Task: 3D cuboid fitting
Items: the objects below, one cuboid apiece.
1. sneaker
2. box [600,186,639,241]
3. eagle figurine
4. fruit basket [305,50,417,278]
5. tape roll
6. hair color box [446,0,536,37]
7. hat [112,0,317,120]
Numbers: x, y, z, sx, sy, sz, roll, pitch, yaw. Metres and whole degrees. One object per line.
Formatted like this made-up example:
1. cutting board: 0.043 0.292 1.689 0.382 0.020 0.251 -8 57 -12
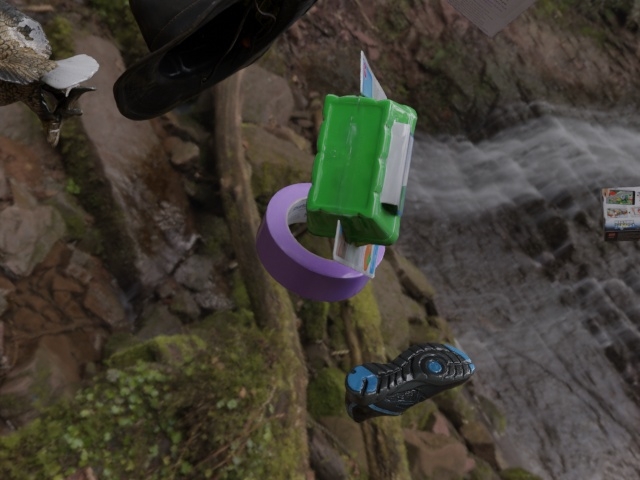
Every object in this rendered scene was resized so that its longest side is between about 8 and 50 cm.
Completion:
1. sneaker: 0.214 0.348 1.570 0.125 0.341 0.139 -117 -156 -49
2. box: 0.667 -0.055 1.261 0.036 0.207 0.114 64 32 -50
3. eagle figurine: -0.557 -0.294 1.092 0.298 0.225 0.226 40 -12 -37
4. fruit basket: 0.096 -0.105 1.111 0.353 0.166 0.327 26 73 -67
5. tape roll: 0.000 0.000 1.418 0.275 0.090 0.274 13 46 -14
6. hair color box: 0.435 -0.624 1.388 0.185 0.339 0.110 31 52 -22
7. hat: -0.152 -0.303 0.833 0.134 0.331 0.331 56 11 -4
